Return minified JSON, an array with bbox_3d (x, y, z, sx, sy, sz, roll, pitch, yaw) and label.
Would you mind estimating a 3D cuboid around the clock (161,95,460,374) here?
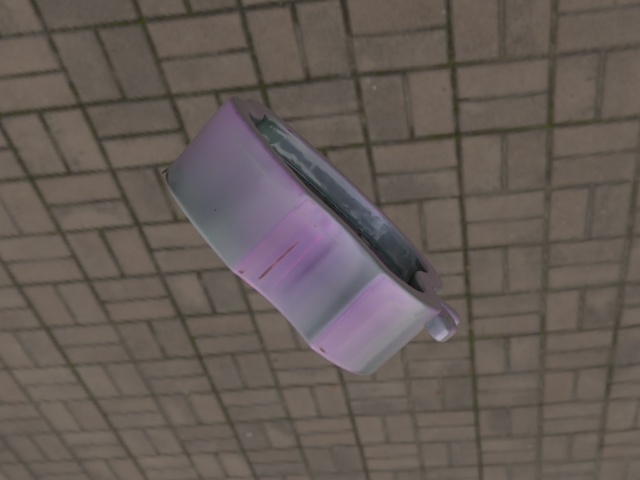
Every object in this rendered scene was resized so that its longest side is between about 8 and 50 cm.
[{"bbox_3d":[0.000,0.000,0.986,0.102,0.338,0.338,-46,125,10],"label":"clock"}]
